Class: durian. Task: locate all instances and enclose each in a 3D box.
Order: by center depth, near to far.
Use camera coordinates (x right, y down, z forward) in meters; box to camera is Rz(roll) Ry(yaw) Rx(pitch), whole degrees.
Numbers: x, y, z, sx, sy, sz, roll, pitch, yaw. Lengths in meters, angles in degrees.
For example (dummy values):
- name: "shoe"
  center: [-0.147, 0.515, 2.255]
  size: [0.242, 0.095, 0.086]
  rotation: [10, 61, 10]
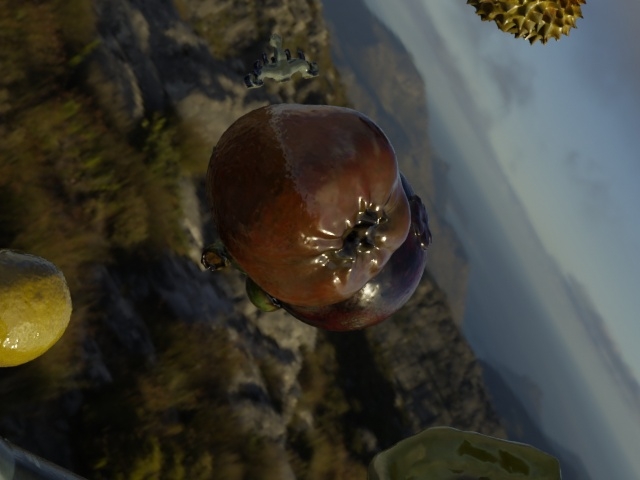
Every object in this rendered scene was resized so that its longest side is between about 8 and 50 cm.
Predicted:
- name: "durian"
  center: [0.275, -0.335, 1.353]
  size: [0.182, 0.132, 0.165]
  rotation: [31, 7, 26]

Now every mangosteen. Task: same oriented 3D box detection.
- name: "mangosteen"
  center: [0.000, 0.000, 1.651]
  size: [0.306, 0.360, 0.305]
  rotation: [-8, 90, -71]

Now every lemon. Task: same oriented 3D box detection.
- name: "lemon"
  center: [-0.537, 0.113, 1.722]
  size: [0.260, 0.204, 0.204]
  rotation: [-15, 76, -61]

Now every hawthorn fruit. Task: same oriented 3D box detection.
- name: "hawthorn fruit"
  center: [-0.035, -0.051, 1.011]
  size: [0.251, 0.199, 0.199]
  rotation: [29, -13, 38]

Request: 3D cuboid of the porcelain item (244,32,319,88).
- name: "porcelain item"
  center: [-0.063, -0.277, 1.538]
  size: [0.136, 0.021, 0.075]
  rotation: [-17, 101, -37]

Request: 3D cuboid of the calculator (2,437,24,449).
- name: "calculator"
  center: [-0.469, 0.354, 1.574]
  size: [0.057, 0.018, 0.172]
  rotation: [43, -6, -22]

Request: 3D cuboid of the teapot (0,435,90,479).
- name: "teapot"
  center: [-0.443, 0.345, 1.316]
  size: [0.300, 0.253, 0.344]
  rotation: [23, -30, 43]

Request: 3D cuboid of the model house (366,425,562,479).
- name: "model house"
  center: [0.105, 0.253, 0.680]
  size: [0.234, 0.175, 0.193]
  rotation: [31, -46, 38]
